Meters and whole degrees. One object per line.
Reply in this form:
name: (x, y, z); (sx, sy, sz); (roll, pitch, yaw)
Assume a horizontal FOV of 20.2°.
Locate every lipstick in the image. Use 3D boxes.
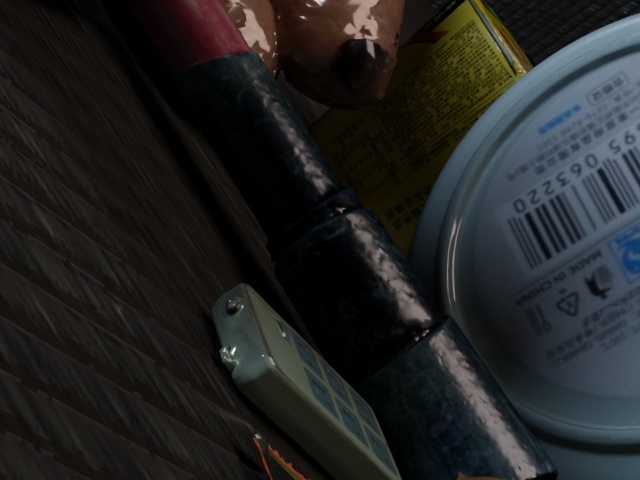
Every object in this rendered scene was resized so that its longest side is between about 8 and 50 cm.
lipstick: (0.000, 0.000, 0.647); (0.234, 0.053, 0.053); (58, 10, 19)

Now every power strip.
power strip: (-0.004, 0.050, 0.565); (0.090, 0.016, 0.040); (47, 13, -40)

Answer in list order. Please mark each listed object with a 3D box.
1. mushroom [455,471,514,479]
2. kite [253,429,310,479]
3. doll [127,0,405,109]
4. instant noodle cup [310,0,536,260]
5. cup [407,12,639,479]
mushroom: (0.118, 0.163, 0.473); (0.351, 0.095, 0.123); (45, 2, -45)
kite: (0.075, 0.187, 0.499); (0.327, 0.013, 0.377); (54, 10, -2)
doll: (-0.049, -0.169, 0.809); (0.201, 0.156, 0.303); (6, 59, -24)
instant noodle cup: (0.076, -0.049, 0.983); (0.151, 0.122, 0.151); (51, 10, -13)
cup: (0.180, 0.099, 0.731); (0.274, 0.259, 0.357); (44, 44, -46)
